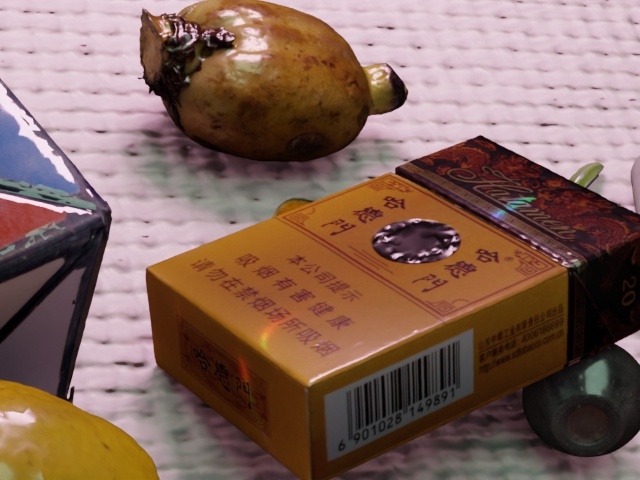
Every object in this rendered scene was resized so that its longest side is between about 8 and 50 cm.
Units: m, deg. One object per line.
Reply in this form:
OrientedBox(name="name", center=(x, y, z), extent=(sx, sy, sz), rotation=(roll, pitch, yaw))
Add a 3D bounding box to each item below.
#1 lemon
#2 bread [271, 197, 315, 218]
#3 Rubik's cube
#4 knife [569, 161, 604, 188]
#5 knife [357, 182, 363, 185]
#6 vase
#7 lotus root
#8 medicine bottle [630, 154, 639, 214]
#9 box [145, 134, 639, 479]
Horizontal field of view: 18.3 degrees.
OrientedBox(name="lemon", center=(-0.239, 0.227, 1.459), extent=(0.310, 0.258, 0.258), rotation=(20, 35, -47))
OrientedBox(name="bread", center=(0.000, 0.000, 1.974), extent=(0.110, 0.024, 0.110), rotation=(10, 47, -11))
OrientedBox(name="Rubik's cube", center=(-0.383, 0.031, 1.596), extent=(0.307, 0.310, 0.305), rotation=(-28, 66, -33))
OrientedBox(name="knife", center=(0.256, -0.041, 2.110), extent=(0.022, 0.026, 0.184), rotation=(27, 47, 25))
OrientedBox(name="knife", center=(0.153, -0.015, 2.042), extent=(0.245, 0.019, 0.072), rotation=(14, 46, -1))
OrientedBox(name="vase", center=(0.253, 0.127, 1.903), extent=(0.120, 0.120, 0.183), rotation=(17, 29, -5))
OrientedBox(name="lotus root", center=(-0.052, -0.159, 2.023), extent=(0.314, 0.141, 0.169), rotation=(9, 49, -26))
OrientedBox(name="medicine bottle", center=(0.382, 0.015, 2.057), extent=(0.095, 0.095, 0.260), rotation=(11, 45, -12))
OrientedBox(name="box", center=(0.081, 0.049, 1.818), extent=(0.415, 0.115, 0.264), rotation=(-22, 33, -29))
